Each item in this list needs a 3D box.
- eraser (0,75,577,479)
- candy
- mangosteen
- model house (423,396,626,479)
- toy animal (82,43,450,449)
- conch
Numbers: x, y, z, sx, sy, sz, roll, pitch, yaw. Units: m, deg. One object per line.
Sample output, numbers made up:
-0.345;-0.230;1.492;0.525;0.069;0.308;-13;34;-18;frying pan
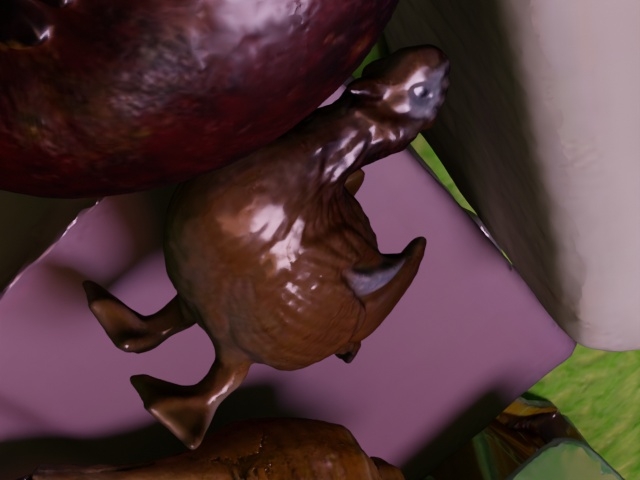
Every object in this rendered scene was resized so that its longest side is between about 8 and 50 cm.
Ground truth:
-0.056;0.037;0.861;0.272;0.122;0.359;-43;144;6;eraser
0.110;-0.128;0.737;0.145;0.208;0.359;-29;143;-8;candy
-0.071;-0.144;0.603;0.261;0.235;0.235;-61;176;-56;mangosteen
0.137;0.271;1.085;0.340;0.323;0.300;43;101;-11;model house
0.000;0.000;0.701;0.179;0.089;0.188;-43;154;8;toy animal
-0.048;0.130;0.806;0.233;0.086;0.080;-10;177;-15;conch
